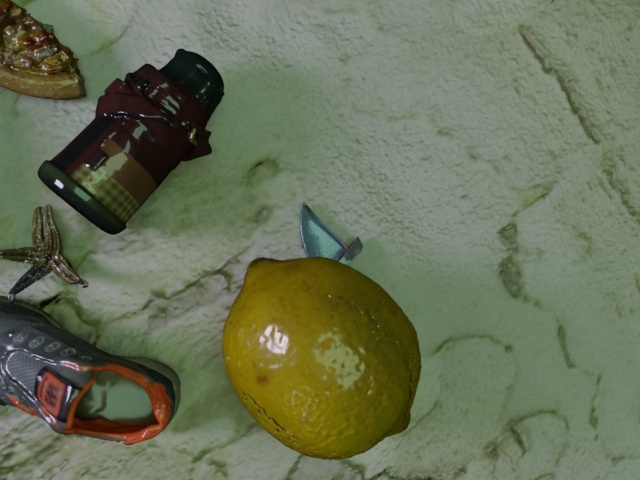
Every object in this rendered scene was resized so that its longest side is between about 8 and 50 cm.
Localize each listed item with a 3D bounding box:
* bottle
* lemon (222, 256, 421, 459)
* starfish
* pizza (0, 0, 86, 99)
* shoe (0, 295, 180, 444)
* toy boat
[{"bbox_3d":[-0.236,-0.142,0.744,0.156,0.143,0.271,42,75,-14],"label":"bottle"},{"bbox_3d":[-0.001,0.152,0.761,0.258,0.258,0.310,-43,93,-15],"label":"lemon"},{"bbox_3d":[-0.370,0.031,0.743,0.130,0.041,0.133,34,76,-3],"label":"starfish"},{"bbox_3d":[-0.425,-0.274,0.725,0.127,0.058,0.246,-44,104,-15],"label":"pizza"},{"bbox_3d":[-0.334,0.178,0.687,0.336,0.171,0.132,27,81,-17],"label":"shoe"},{"bbox_3d":[0.000,0.000,0.885,0.122,0.034,0.096,43,76,-4],"label":"toy boat"}]
